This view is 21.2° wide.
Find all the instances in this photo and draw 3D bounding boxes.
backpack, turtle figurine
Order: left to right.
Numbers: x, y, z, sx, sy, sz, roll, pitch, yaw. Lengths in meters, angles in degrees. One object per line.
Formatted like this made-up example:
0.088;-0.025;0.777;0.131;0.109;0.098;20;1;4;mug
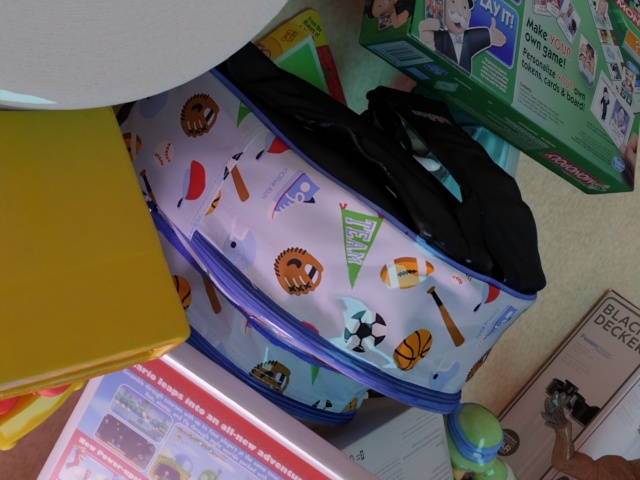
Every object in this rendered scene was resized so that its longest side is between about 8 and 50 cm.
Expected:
0.000;0.000;1.109;0.276;0.263;0.213;16;105;-48;backpack
0.085;0.250;1.384;0.275;0.266;0.198;39;51;-18;turtle figurine

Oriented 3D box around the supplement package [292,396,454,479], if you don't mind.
0.002;0.228;1.183;0.194;0.149;0.203;-16;96;-66;supplement package

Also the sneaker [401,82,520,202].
0.051;-0.013;1.315;0.121;0.108;0.302;6;115;-49;sneaker

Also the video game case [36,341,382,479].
-0.097;0.211;1.080;0.285;0.204;0.025;-59;171;26;video game case

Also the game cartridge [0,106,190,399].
-0.244;-0.062;0.898;0.285;0.323;0.053;-13;166;-36;game cartridge

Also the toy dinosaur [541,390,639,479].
0.258;0.268;1.495;0.127;0.200;0.295;18;104;-46;toy dinosaur

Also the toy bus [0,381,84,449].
-0.213;0.051;1.041;0.149;0.211;0.220;-43;139;-14;toy bus

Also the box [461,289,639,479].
0.244;0.209;1.660;0.290;0.087;0.169;-47;138;-7;box

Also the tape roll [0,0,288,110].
-0.151;-0.257;0.877;0.392;0.072;0.392;-3;96;-35;tape roll

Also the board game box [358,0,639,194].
0.150;-0.184;1.260;0.317;0.046;0.213;27;65;-48;board game box

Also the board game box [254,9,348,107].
-0.080;-0.050;1.228;0.259;0.039;0.124;-39;138;-19;board game box
